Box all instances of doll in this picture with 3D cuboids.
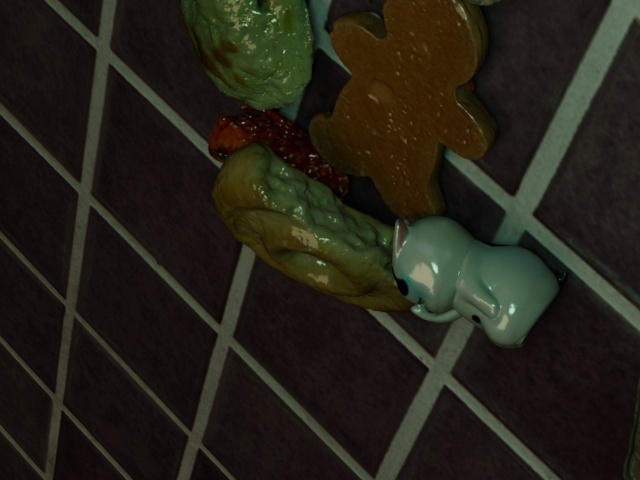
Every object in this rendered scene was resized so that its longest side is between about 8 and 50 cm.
[{"bbox_3d":[0.152,0.042,1.527,0.180,0.107,0.110,22,177,8],"label":"doll"}]

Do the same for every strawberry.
[{"bbox_3d":[-0.040,-0.098,1.716,0.188,0.082,0.121,18,169,27],"label":"strawberry"}]

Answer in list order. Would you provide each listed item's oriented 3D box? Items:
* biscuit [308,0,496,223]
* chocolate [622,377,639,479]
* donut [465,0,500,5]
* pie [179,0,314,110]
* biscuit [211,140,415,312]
[{"bbox_3d":[0.094,-0.149,1.509,0.205,0.049,0.324,39,148,17],"label":"biscuit"},{"bbox_3d":[0.374,0.178,1.397,0.148,0.093,0.214,33,140,33],"label":"chocolate"},{"bbox_3d":[0.121,-0.291,1.293,0.144,0.126,0.187,17,131,54],"label":"donut"},{"bbox_3d":[-0.094,-0.258,1.624,0.201,0.090,0.248,17,128,48],"label":"pie"},{"bbox_3d":[-0.001,0.001,1.649,0.274,0.091,0.213,28,164,-9],"label":"biscuit"}]
